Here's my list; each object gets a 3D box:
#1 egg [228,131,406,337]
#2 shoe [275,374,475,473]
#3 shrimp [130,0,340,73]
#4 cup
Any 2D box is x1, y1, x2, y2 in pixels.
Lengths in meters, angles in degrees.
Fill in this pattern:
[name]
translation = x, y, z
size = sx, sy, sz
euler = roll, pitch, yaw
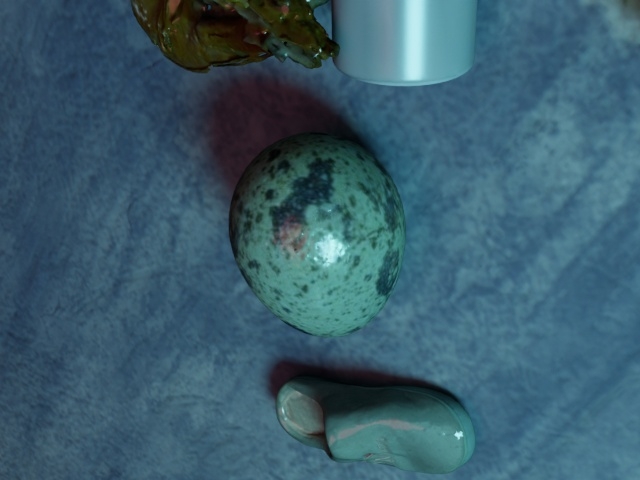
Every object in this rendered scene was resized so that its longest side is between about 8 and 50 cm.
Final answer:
[egg]
translation = 0.000, 0.000, 0.862
size = 0.132, 0.132, 0.172
euler = 11, 131, 31
[shoe]
translation = 0.032, 0.163, 0.961
size = 0.195, 0.078, 0.079
euler = 9, 117, 37
[shrimp]
translation = -0.075, -0.182, 0.822
size = 0.294, 0.062, 0.154
euler = 42, 132, 46
[cup]
translation = 0.055, -0.187, 0.765
size = 0.099, 0.136, 0.133
euler = -2, 117, 0
